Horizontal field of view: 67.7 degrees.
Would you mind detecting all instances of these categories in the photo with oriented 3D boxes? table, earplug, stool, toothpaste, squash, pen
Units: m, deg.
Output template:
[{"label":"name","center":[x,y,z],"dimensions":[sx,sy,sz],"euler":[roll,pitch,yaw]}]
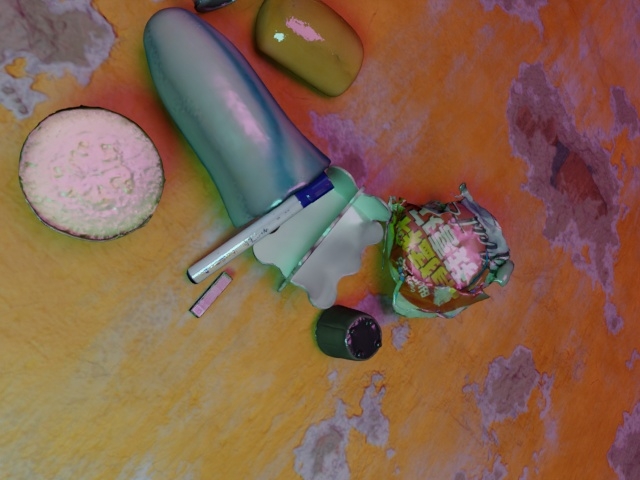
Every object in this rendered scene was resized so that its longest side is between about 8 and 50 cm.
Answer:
[{"label":"table","center":[0.000,0.000,0.803],"dimensions":[0.166,0.166,0.198],"euler":[49,63,-20]},{"label":"earplug","center":[-0.144,-0.201,0.724],"dimensions":[0.185,0.185,0.324],"euler":[-40,103,-29]},{"label":"stool","center":[0.050,0.166,0.851],"dimensions":[0.096,0.110,0.096],"euler":[0,90,-33]},{"label":"toothpaste","center":[-0.175,0.087,0.765],"dimensions":[0.020,0.017,0.083],"euler":[47,63,-18]},{"label":"squash","center":[-0.304,-0.079,0.631],"dimensions":[0.170,0.123,0.170],"euler":[3,84,-34]},{"label":"pen","center":[-0.094,-0.020,0.747],"dimensions":[0.269,0.033,0.033],"euler":[-35,107,-1]}]

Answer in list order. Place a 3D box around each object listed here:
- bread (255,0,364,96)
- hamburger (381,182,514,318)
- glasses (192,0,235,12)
[{"label":"bread","center":[-0.010,-0.364,0.867],"dimensions":[0.217,0.098,0.147],"euler":[20,79,-29]},{"label":"hamburger","center":[0.245,0.031,0.989],"dimensions":[0.276,0.150,0.260],"euler":[-10,74,-19]},{"label":"glasses","center":[-0.175,-0.519,0.759],"dimensions":[0.234,0.118,0.268],"euler":[-45,109,-25]}]
